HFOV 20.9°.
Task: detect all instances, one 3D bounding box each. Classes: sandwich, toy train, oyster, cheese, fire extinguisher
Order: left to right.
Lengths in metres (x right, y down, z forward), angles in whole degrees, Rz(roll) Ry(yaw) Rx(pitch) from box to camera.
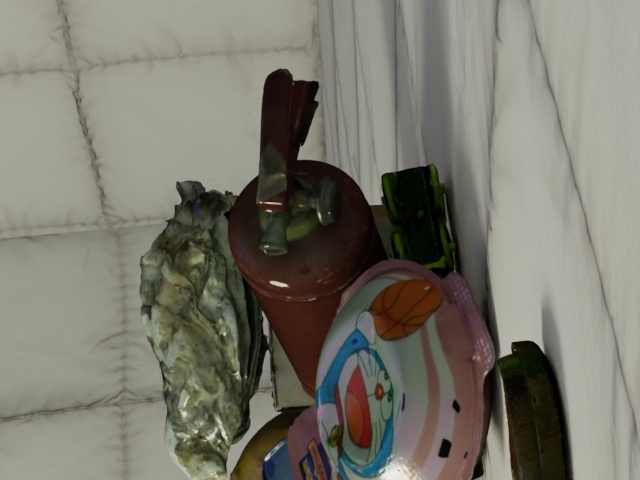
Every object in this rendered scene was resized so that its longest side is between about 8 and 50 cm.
[{"bbox_3d":[-0.101,0.067,1.540,0.267,0.112,0.198,-96,4,-57],"label":"oyster"},{"bbox_3d":[0.000,0.000,1.286,0.337,0.106,0.147,69,-156,-61],"label":"fire extinguisher"},{"bbox_3d":[0.035,0.124,1.173,0.286,0.074,0.189,-49,48,44],"label":"cheese"},{"bbox_3d":[0.081,0.067,1.247,0.085,0.053,0.249,64,-162,-70],"label":"toy train"},{"bbox_3d":[0.105,0.104,0.858,0.069,0.026,0.101,-112,16,-81],"label":"sandwich"}]

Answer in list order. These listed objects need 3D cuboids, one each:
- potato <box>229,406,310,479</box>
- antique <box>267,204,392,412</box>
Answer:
[{"bbox_3d":[0.012,0.270,1.624,0.229,0.229,0.266,-97,-1,-55],"label":"potato"},{"bbox_3d":[0.024,0.056,1.549,0.152,0.147,0.148,88,178,-50],"label":"antique"}]
